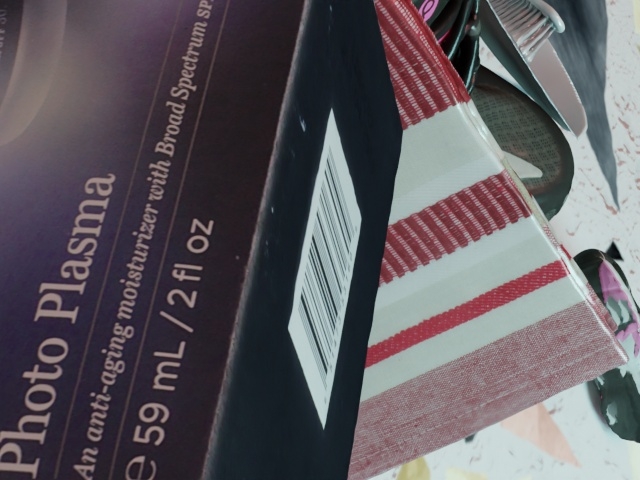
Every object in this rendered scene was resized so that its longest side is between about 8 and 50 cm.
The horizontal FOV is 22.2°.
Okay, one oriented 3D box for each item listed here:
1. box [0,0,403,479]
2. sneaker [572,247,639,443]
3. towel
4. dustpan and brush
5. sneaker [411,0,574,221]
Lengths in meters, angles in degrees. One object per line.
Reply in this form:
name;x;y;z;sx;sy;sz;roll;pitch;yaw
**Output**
box;-0.140;0.014;0.638;0.183;0.294;0.296;72;22;-52
sneaker;0.238;0.076;1.311;0.178;0.072;0.077;67;31;-28
towel;0.000;0.000;0.929;0.329;0.237;0.037;54;20;-29
dustpan and brush;0.134;-0.174;1.174;0.060;0.211;0.147;-37;121;2
sneaker;0.018;-0.118;0.972;0.483;0.202;0.185;34;61;-41
